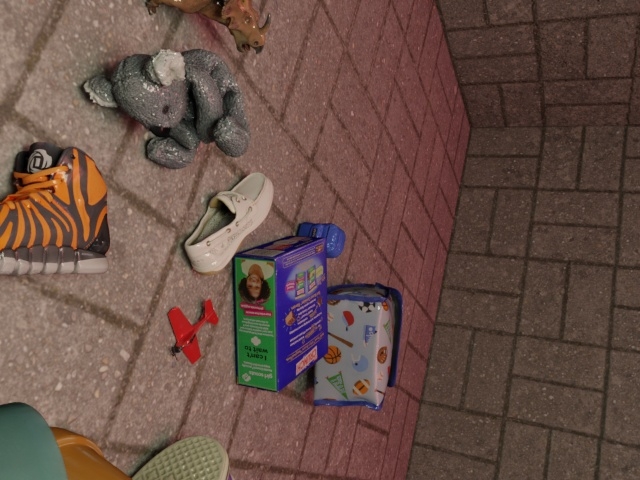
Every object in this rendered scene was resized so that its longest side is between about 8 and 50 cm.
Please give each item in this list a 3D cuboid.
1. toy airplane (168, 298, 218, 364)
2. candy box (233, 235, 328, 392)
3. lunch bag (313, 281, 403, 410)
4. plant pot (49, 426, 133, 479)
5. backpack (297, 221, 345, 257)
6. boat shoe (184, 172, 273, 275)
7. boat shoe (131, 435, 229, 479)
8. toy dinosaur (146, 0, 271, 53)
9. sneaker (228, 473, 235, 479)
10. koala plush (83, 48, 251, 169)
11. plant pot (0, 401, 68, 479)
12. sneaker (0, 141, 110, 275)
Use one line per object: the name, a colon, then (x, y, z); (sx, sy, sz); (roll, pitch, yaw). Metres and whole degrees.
toy airplane: (-0.254, 0.180, 1.133); (0.151, 0.028, 0.151); (-25, 118, -61)
candy box: (-0.088, 0.166, 1.358); (0.268, 0.122, 0.317); (-21, 112, -62)
lunch bag: (0.122, 0.298, 1.689); (0.385, 0.239, 0.327); (2, 92, -79)
plant pot: (-0.353, 0.391, 0.794); (0.205, 0.188, 0.205); (-19, 111, -62)
backpack: (0.000, 0.000, 1.503); (0.101, 0.120, 0.098); (33, 66, -60)
boat shoe: (-0.184, -0.058, 1.152); (0.277, 0.098, 0.096); (-63, 146, -35)
boat shoe: (-0.300, 0.577, 0.944); (0.156, 0.187, 0.500); (80, 26, -48)
toy dinosaur: (-0.208, -0.454, 0.924); (0.295, 0.200, 0.127); (46, 54, -56)
sneaker: (-0.257, 0.560, 1.134); (0.104, 0.095, 0.236); (59, 37, -22)
koala plush: (-0.252, -0.238, 0.910); (0.221, 0.196, 0.203); (2, 81, -63)
plant pot: (-0.426, 0.325, 0.552); (0.235, 0.293, 0.293); (9, 86, -50)
sneaker: (-0.402, -0.046, 0.725); (0.321, 0.125, 0.180); (9, 82, -74)
